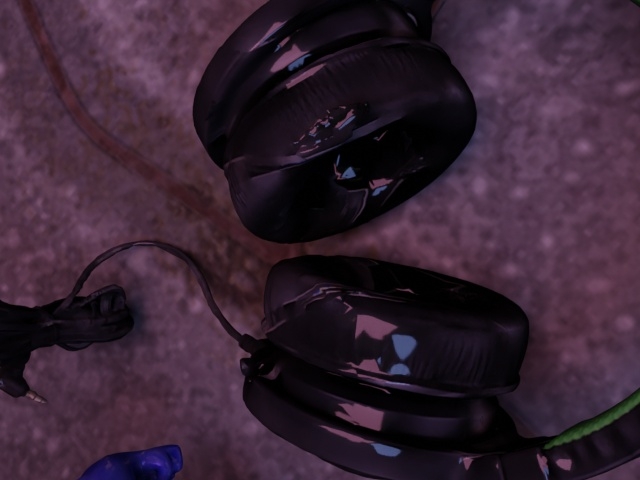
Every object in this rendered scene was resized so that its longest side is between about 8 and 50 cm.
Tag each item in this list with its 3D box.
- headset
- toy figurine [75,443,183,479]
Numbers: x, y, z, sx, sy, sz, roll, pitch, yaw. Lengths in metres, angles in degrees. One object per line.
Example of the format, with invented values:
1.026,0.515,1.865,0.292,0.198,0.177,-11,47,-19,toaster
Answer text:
0.000,0.000,0.459,0.394,0.185,0.243,-17,80,37,headset
-0.044,0.208,0.445,0.191,0.217,0.362,-39,73,37,toy figurine
